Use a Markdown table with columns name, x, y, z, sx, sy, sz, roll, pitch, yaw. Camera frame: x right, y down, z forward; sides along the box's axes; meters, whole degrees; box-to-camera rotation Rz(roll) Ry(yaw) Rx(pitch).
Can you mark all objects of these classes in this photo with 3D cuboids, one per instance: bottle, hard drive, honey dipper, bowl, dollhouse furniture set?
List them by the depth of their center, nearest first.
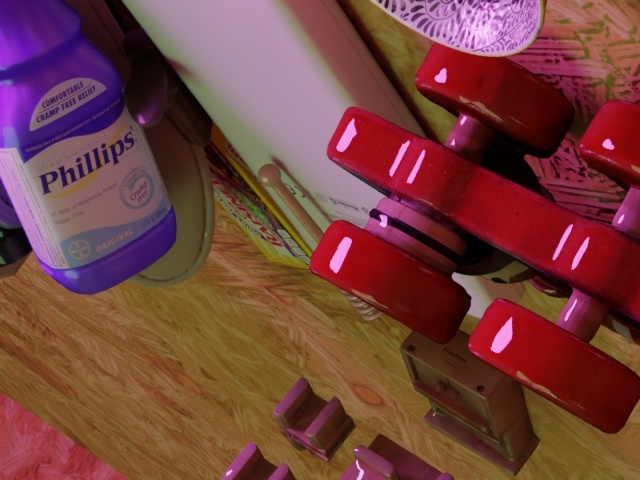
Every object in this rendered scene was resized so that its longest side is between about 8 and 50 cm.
| name | x | y | z | sx | sy | sz | roll | pitch | yaw |
| --- | --- | --- | --- | --- | --- | --- | --- | --- | --- |
| bowl | 0.065 | -0.181 | 0.871 | 0.170 | 0.080 | 0.170 | 36 | 162 | 14 |
| hard drive | -0.008 | -0.088 | 1.295 | 0.233 | 0.047 | 0.353 | 19 | 154 | 49 |
| bottle | -0.206 | -0.097 | 1.336 | 0.092 | 0.118 | 0.283 | 29 | 145 | 51 |
| honey dipper | 0.000 | 0.000 | 1.371 | 0.160 | 0.030 | 0.030 | 50 | 160 | -24 |
| dollhouse furniture set | 0.076 | 0.214 | 1.535 | 0.212 | 0.242 | 0.161 | 30 | 160 | 29 |

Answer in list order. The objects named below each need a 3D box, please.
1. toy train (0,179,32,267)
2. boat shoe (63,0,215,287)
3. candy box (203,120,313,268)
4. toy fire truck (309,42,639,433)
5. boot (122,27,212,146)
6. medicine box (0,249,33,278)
| name | x | y | z | sx | sy | sz | roll | pitch | yaw |
| --- | --- | --- | --- | --- | --- | --- | --- | --- | --- |
| toy train | -0.321 | -0.143 | 1.479 | 0.142 | 0.190 | 0.334 | -12 | 119 | 33 |
| boat shoe | -0.192 | -0.114 | 1.458 | 0.340 | 0.127 | 0.113 | 59 | 180 | -32 |
| candy box | -0.073 | -0.052 | 1.544 | 0.206 | 0.027 | 0.105 | 50 | 162 | -28 |
| toy fire truck | 0.155 | 0.014 | 1.068 | 0.302 | 0.169 | 0.254 | 28 | 177 | 36 |
| boot | -0.115 | -0.100 | 1.362 | 0.114 | 0.037 | 0.106 | 55 | -161 | -48 |
| medicine box | -0.430 | -0.086 | 1.809 | 0.263 | 0.149 | 0.289 | 38 | -170 | 6 |
